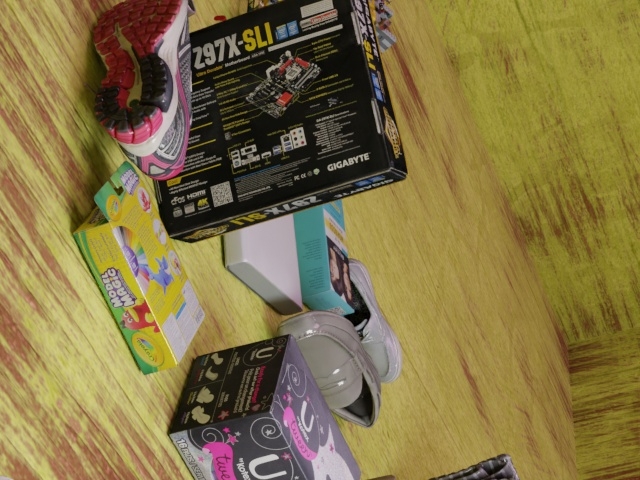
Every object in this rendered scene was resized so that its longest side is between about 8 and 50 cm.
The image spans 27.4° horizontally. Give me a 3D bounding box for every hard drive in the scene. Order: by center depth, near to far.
[{"bbox_3d":[-0.094,-0.063,1.974,0.203,0.040,0.307,45,34,-56],"label":"hard drive"}]

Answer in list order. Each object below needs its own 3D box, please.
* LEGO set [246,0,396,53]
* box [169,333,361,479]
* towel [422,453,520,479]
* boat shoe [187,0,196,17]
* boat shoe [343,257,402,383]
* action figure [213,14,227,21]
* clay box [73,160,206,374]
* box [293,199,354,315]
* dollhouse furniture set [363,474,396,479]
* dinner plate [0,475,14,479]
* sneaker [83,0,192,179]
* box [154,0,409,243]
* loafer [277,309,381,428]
[{"bbox_3d":[0.007,-0.416,2.201,0.255,0.192,0.331,42,29,-21],"label":"LEGO set"},{"bbox_3d":[-0.060,0.268,1.634,0.163,0.142,0.247,-77,146,-57],"label":"box"},{"bbox_3d":[0.258,0.512,2.223,0.121,0.235,0.283,-71,142,-66],"label":"towel"},{"bbox_3d":[-0.222,-0.395,1.838,0.066,0.063,0.184,-11,85,-72],"label":"boat shoe"},{"bbox_3d":[0.069,0.143,2.242,0.081,0.079,0.227,-20,89,-63],"label":"boat shoe"},{"bbox_3d":[-0.143,-0.322,2.068,0.115,0.030,0.038,33,49,-70],"label":"action figure"},{"bbox_3d":[-0.213,0.029,1.526,0.127,0.053,0.222,-66,136,-63],"label":"clay box"},{"bbox_3d":[0.000,0.000,2.165,0.100,0.060,0.244,46,33,-55],"label":"box"},{"bbox_3d":[0.117,0.486,1.941,0.242,0.161,0.212,-48,121,-69],"label":"dollhouse furniture set"},{"bbox_3d":[-0.278,0.282,1.187,0.141,0.017,0.141,-16,90,-73],"label":"dinner plate"},{"bbox_3d":[-0.213,-0.201,1.616,0.112,0.121,0.299,64,20,-44],"label":"sneaker"},{"bbox_3d":[-0.070,-0.160,1.676,0.079,0.322,0.257,18,57,-67],"label":"box"},{"bbox_3d":[0.024,0.198,1.992,0.319,0.112,0.111,46,25,-57],"label":"loafer"}]
